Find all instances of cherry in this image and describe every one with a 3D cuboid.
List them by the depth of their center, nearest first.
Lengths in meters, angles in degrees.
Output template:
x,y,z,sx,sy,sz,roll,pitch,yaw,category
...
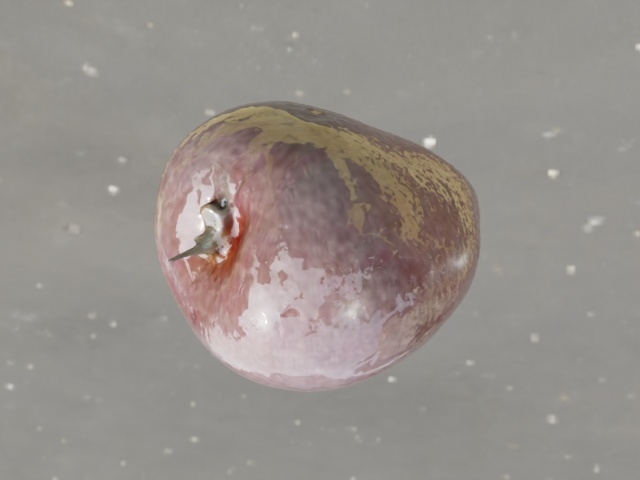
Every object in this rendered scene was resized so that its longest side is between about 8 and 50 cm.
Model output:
x,y,z,sx,sy,sz,roll,pitch,yaw,category
0.000,0.000,1.008,0.307,0.261,0.221,-11,133,-34,cherry
